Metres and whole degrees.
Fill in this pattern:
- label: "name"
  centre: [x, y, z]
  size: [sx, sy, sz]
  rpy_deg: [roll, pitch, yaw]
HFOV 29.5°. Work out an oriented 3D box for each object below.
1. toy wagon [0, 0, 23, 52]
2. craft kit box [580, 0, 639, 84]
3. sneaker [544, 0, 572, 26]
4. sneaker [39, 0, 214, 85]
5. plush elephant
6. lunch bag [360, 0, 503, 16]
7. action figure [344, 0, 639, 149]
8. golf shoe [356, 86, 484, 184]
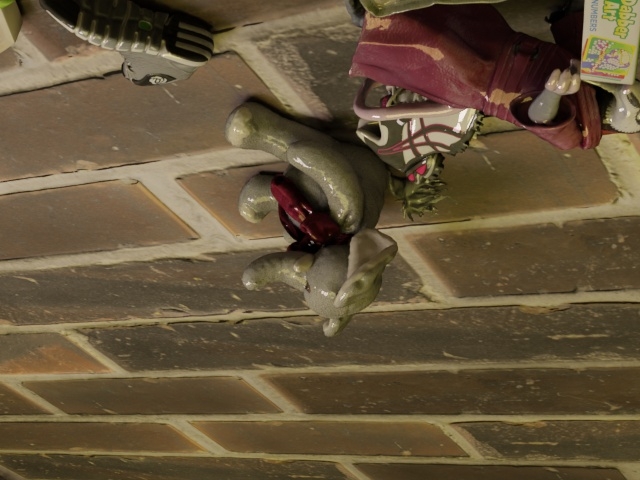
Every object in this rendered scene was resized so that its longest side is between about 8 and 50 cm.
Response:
- label: "toy wagon"
  centre: [-0.553, -0.342, 1.549]
  size: [0.344, 0.068, 0.267]
  rpy_deg: [34, 146, -32]
- label: "craft kit box"
  centre: [0.270, -0.307, 1.054]
  size: [0.061, 0.247, 0.250]
  rpy_deg: [5, 151, 13]
- label: "sneaker"
  centre: [0.300, -0.250, 1.372]
  size: [0.098, 0.038, 0.069]
  rpy_deg: [-10, 145, 36]
- label: "sneaker"
  centre: [-0.262, -0.254, 1.567]
  size: [0.228, 0.086, 0.132]
  rpy_deg: [20, 154, -15]
- label: "plush elephant"
  centre: [0.000, 0.000, 1.735]
  size: [0.330, 0.255, 0.272]
  rpy_deg: [13, 152, 1]
- label: "lunch bag"
  centre: [0.070, -0.371, 1.034]
  size: [0.169, 0.235, 0.287]
  rpy_deg: [-1, 150, 31]
- label: "action figure"
  centre: [0.199, -0.165, 1.301]
  size: [0.370, 0.248, 0.276]
  rpy_deg: [27, 137, 13]
- label: "golf shoe"
  centre: [0.137, -0.161, 1.547]
  size: [0.120, 0.105, 0.273]
  rpy_deg: [26, 150, -9]
